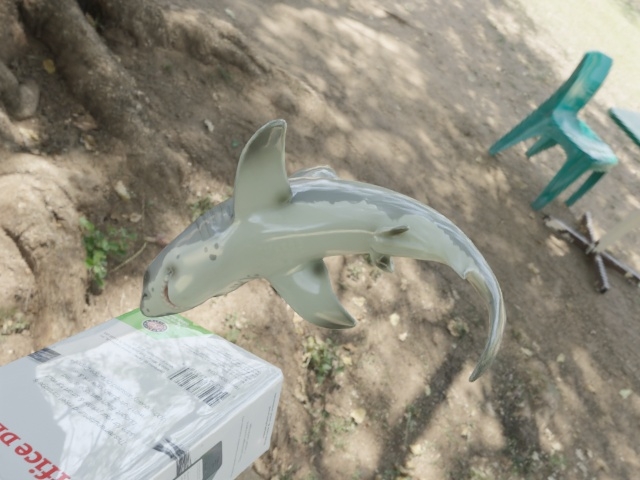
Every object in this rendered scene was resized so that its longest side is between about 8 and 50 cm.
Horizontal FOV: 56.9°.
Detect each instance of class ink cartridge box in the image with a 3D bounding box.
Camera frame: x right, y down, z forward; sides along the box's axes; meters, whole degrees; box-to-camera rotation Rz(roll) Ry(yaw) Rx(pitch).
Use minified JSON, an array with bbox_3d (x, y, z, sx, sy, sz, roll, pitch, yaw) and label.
[{"bbox_3d":[-0.197,0.185,0.574,0.198,0.114,0.273,23,25,25],"label":"ink cartridge box"}]

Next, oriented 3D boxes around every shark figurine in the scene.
[{"bbox_3d":[0.027,-0.011,0.411,0.278,0.166,0.116,9,31,-11],"label":"shark figurine"}]
